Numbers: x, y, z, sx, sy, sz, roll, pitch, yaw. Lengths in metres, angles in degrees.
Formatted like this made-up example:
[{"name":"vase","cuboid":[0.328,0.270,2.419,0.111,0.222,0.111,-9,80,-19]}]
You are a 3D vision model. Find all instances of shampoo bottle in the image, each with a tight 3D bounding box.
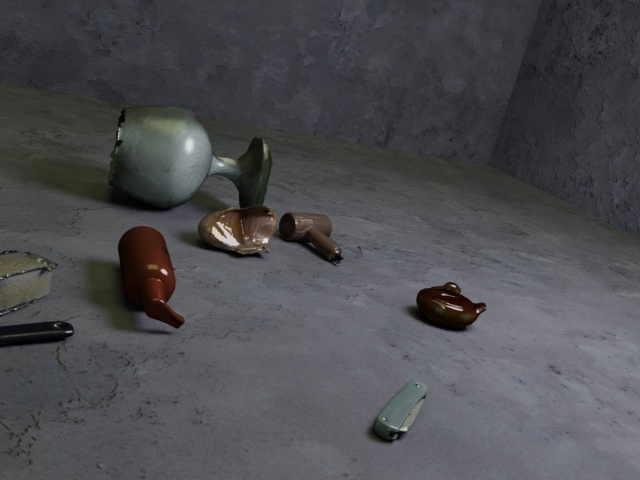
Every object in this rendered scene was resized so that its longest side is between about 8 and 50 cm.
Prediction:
[{"name":"shampoo bottle","cuboid":[-0.268,0.055,1.143,0.086,0.085,0.244,7,20,-23]}]

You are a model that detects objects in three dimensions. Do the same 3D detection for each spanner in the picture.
[{"name":"spanner","cuboid":[-0.458,0.117,0.888,0.316,0.024,0.087,-1,17,-41]}]

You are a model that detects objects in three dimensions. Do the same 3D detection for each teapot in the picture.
[{"name":"teapot","cuboid":[0.246,0.117,1.376,0.129,0.078,0.098,16,17,3]}]

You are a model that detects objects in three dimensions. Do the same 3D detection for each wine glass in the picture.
[{"name":"wine glass","cuboid":[-0.292,-0.172,1.602,0.323,0.237,0.238,8,18,-19]}]

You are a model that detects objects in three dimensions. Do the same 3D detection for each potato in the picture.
[{"name":"potato","cuboid":[-0.439,0.056,1.029,0.086,0.061,0.122,20,16,18]}]

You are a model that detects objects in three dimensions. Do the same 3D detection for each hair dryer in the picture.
[{"name":"hair dryer","cuboid":[0.000,0.000,1.595,0.117,0.064,0.182,3,28,-39]}]

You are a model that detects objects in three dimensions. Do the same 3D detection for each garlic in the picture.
[{"name":"garlic","cuboid":[-0.162,-0.027,1.476,0.175,0.099,0.124,1,7,-36]}]

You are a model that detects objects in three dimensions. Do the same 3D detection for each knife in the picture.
[{"name":"knife","cuboid":[0.115,0.230,1.001,0.044,0.023,0.162,20,18,20]}]

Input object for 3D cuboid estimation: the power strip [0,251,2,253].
[{"name":"power strip","cuboid":[-0.543,0.017,1.114,0.191,0.030,0.047,20,16,17]}]
